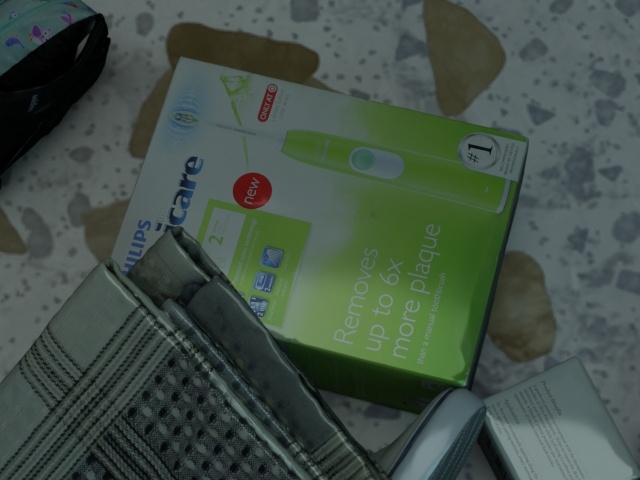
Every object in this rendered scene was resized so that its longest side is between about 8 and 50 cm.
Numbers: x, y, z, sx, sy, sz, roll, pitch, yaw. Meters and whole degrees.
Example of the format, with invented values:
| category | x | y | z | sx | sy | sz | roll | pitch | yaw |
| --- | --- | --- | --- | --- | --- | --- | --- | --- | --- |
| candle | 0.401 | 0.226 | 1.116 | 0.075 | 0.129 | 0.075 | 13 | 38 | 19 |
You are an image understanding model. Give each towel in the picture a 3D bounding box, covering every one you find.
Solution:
| category | x | y | z | sx | sy | sz | roll | pitch | yaw |
| --- | --- | --- | --- | --- | --- | --- | --- | --- | --- |
| towel | -0.117 | 0.197 | 1.112 | 0.324 | 0.056 | 0.312 | -46 | 73 | 18 |

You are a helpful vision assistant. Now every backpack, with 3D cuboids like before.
| category | x | y | z | sx | sy | sz | roll | pitch | yaw |
| --- | --- | --- | --- | --- | --- | --- | --- | --- | --- |
| backpack | -0.257 | -0.140 | 1.272 | 0.115 | 0.152 | 0.182 | 41 | 64 | 6 |

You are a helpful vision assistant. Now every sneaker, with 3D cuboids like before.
| category | x | y | z | sx | sy | sz | roll | pitch | yaw |
| --- | --- | --- | --- | --- | --- | --- | --- | --- | --- |
| sneaker | 0.015 | 0.197 | 1.126 | 0.091 | 0.094 | 0.258 | 40 | 100 | 18 |

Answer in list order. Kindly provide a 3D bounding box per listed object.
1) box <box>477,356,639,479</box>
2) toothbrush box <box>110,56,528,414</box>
| category | x | y | z | sx | sy | sz | roll | pitch | yaw |
| --- | --- | --- | --- | --- | --- | --- | --- | --- | --- |
| box | 0.173 | 0.158 | 1.162 | 0.087 | 0.102 | 0.101 | -25 | 70 | -4 |
| toothbrush box | 0.000 | 0.000 | 1.219 | 0.283 | 0.122 | 0.206 | 14 | 71 | 9 |
